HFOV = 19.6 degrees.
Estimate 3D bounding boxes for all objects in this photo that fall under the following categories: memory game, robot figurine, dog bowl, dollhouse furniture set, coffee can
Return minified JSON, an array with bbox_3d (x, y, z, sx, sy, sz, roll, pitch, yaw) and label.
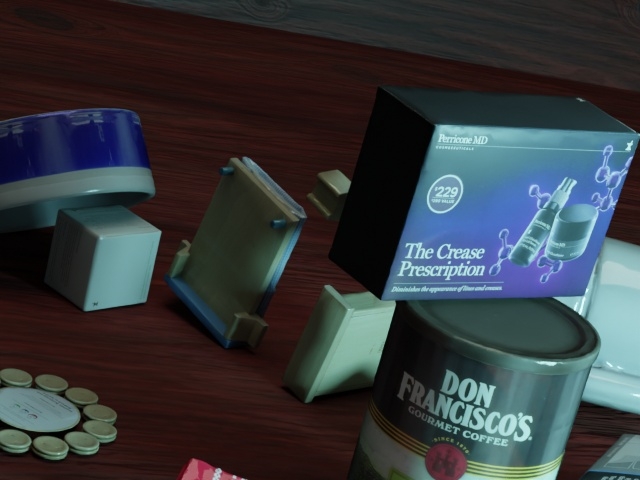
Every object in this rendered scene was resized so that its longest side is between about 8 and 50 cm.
[{"bbox_3d":[-0.301,0.179,1.925,0.186,0.012,0.186,13,19,-4],"label":"memory game"},{"bbox_3d":[0.381,0.104,2.342,0.353,0.200,0.300,16,37,1],"label":"robot figurine"},{"bbox_3d":[-0.342,-0.082,2.277,0.265,0.104,0.265,-11,-5,-1],"label":"dog bowl"},{"bbox_3d":[0.000,0.000,2.221,0.198,0.286,0.303,-6,40,-46],"label":"dollhouse furniture set"},{"bbox_3d":[0.139,0.193,1.811,0.201,0.275,0.201,13,20,-5],"label":"coffee can"}]

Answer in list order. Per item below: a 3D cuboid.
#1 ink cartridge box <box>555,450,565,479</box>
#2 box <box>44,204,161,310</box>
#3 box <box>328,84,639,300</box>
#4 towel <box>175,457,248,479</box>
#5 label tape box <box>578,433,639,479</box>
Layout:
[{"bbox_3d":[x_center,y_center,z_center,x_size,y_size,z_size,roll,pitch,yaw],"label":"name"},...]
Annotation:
[{"bbox_3d":[0.175,0.218,2.072,0.175,0.072,0.127,13,20,-4],"label":"ink cartridge box"},{"bbox_3d":[-0.265,0.019,2.250,0.102,0.101,0.087,-7,28,-45],"label":"box"},{"bbox_3d":[0.159,-0.044,1.783,0.261,0.184,0.103,0,24,-35],"label":"box"},{"bbox_3d":[-0.026,0.305,1.675,0.275,0.031,0.199,18,39,8],"label":"towel"},{"bbox_3d":[0.433,0.284,1.846,0.333,0.106,0.240,4,11,23],"label":"label tape box"}]
